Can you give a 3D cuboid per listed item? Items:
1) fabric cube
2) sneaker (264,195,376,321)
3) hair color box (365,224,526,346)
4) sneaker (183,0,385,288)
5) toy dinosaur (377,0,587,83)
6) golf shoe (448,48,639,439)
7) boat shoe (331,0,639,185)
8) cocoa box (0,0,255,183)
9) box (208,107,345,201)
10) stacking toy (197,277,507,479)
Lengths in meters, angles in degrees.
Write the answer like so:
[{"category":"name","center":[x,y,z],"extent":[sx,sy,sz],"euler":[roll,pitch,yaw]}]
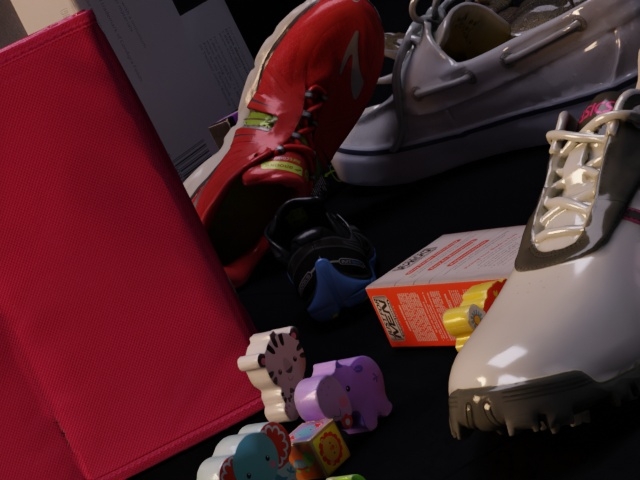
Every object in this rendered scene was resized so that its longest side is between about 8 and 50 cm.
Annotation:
[{"category":"fabric cube","center":[-0.203,0.018,1.015],"extent":[0.259,0.258,0.254],"euler":[-26,11,-4]},{"category":"sneaker","center":[0.000,0.000,1.111],"extent":[0.067,0.078,0.188],"euler":[-25,11,1]},{"category":"hair color box","center":[0.098,0.025,0.886],"extent":[0.072,0.043,0.141],"euler":[-32,15,-31]},{"category":"sneaker","center":[-0.024,-0.073,1.282],"extent":[0.279,0.107,0.118],"euler":[-59,21,7]},{"category":"toy dinosaur","center":[0.211,-0.208,1.581],"extent":[0.313,0.121,0.160],"euler":[-12,29,33]},{"category":"golf shoe","center":[0.131,-0.002,0.758],"extent":[0.105,0.120,0.273],"euler":[-12,19,43]},{"category":"boat shoe","center":[0.124,-0.150,1.320],"extent":[0.136,0.156,0.367],"euler":[-34,15,-38]},{"category":"cocoa box","center":[-0.217,-0.142,1.521],"extent":[0.228,0.347,0.231],"euler":[-18,14,33]},{"category":"box","center":[-0.028,-0.084,1.450],"extent":[0.029,0.116,0.162],"euler":[-18,13,38]},{"category":"stacking toy","center":[-0.012,0.096,0.783],"extent":[0.167,0.052,0.221],"euler":[-15,16,41]}]
